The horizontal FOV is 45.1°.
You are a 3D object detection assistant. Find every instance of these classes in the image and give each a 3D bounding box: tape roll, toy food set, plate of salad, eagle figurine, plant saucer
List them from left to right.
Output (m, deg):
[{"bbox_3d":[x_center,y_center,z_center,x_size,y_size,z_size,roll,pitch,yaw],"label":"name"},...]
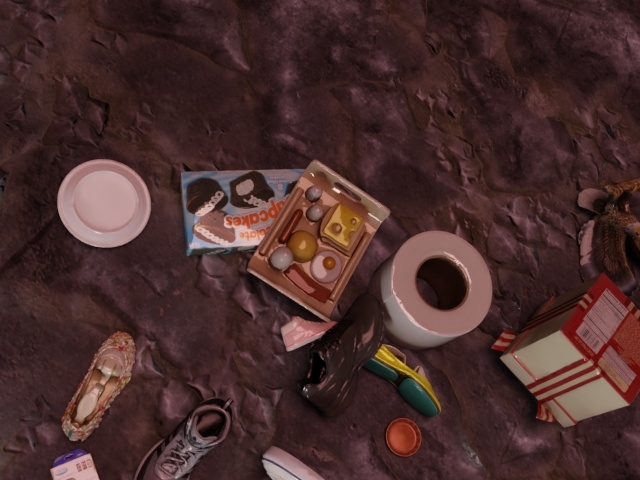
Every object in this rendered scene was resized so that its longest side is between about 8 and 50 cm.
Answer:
[{"bbox_3d":[-0.476,-0.081,1.699,0.199,0.048,0.200,5,77,-22],"label":"plate of salad"},{"bbox_3d":[0.000,0.000,1.720,0.219,0.092,0.306,33,72,-8],"label":"toy food set"},{"bbox_3d":[0.184,0.439,1.718,0.083,0.013,0.084,5,70,-15],"label":"plant saucer"},{"bbox_3d":[0.247,0.118,1.766,0.246,0.169,0.246,5,70,-13],"label":"tape roll"},{"bbox_3d":[0.783,-0.009,1.982,0.226,0.225,0.298,-3,104,24],"label":"eagle figurine"}]

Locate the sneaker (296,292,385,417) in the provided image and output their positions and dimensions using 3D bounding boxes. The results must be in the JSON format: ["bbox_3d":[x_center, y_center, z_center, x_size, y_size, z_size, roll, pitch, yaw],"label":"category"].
[{"bbox_3d":[0.045,0.233,1.669,0.130,0.109,0.286,39,65,-33],"label":"sneaker"}]

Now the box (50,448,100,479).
[{"bbox_3d":[-0.473,0.482,1.509,0.081,0.028,0.136,-18,74,-21],"label":"box"}]

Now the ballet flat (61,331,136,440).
[{"bbox_3d":[-0.442,0.291,1.559,0.091,0.077,0.241,24,66,-6],"label":"ballet flat"}]

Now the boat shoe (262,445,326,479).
[{"bbox_3d":[-0.006,0.585,1.559,0.367,0.136,0.156,45,68,-8],"label":"boat shoe"}]

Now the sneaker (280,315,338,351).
[{"bbox_3d":[-0.027,0.192,1.726,0.134,0.051,0.070,-21,83,-17],"label":"sneaker"}]

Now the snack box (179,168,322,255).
[{"bbox_3d":[-0.155,-0.068,1.777,0.321,0.060,0.187,-3,74,-17],"label":"snack box"}]

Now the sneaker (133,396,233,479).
[{"bbox_3d":[-0.269,0.412,1.522,0.101,0.153,0.268,41,65,2],"label":"sneaker"}]

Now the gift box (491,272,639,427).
[{"bbox_3d":[0.572,0.259,1.757,0.276,0.258,0.255,-36,84,-32],"label":"gift box"}]

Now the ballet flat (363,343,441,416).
[{"bbox_3d":[0.189,0.300,1.741,0.231,0.077,0.077,37,49,1],"label":"ballet flat"}]
